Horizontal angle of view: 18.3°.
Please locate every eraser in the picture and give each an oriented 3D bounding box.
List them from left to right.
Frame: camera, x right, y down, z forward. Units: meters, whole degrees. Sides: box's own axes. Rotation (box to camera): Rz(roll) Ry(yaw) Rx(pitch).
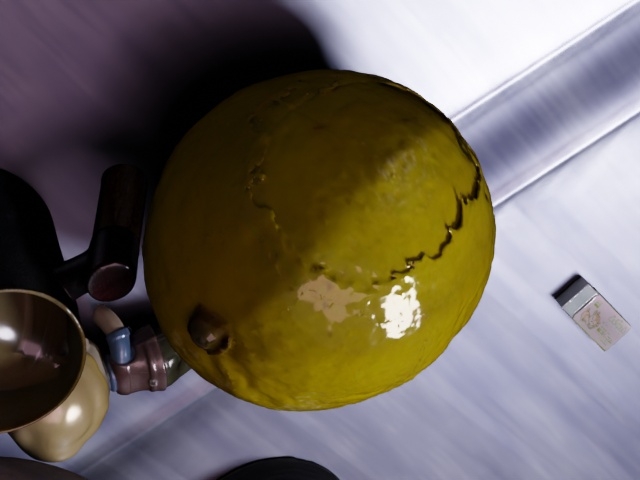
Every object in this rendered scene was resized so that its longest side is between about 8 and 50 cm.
[{"bbox_3d":[0.269,0.073,1.957,0.038,0.019,0.083,-42,127,9],"label":"eraser"}]

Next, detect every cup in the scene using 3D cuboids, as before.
[{"bbox_3d":[-0.258,0.023,1.612,0.166,0.177,0.239,27,108,-32],"label":"cup"}]

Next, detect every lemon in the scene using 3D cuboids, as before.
[{"bbox_3d":[0.000,-0.001,1.636,0.297,0.297,0.297,-11,124,-16],"label":"lemon"}]

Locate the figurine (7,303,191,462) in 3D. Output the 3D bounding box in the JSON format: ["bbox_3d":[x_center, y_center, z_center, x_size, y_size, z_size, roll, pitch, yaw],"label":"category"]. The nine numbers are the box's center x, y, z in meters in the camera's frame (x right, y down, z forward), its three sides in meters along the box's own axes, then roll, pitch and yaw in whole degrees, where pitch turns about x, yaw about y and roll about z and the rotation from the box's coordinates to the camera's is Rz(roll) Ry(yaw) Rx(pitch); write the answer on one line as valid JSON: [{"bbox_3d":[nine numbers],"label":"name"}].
[{"bbox_3d":[-0.198,0.114,1.756,0.196,0.108,0.114,-27,154,-22],"label":"figurine"}]

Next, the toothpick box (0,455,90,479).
[{"bbox_3d":[-0.258,0.425,1.730,0.409,0.409,0.425,-26,133,-5],"label":"toothpick box"}]

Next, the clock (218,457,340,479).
[{"bbox_3d":[-0.049,0.298,1.960,0.184,0.040,0.184,-10,124,-16],"label":"clock"}]
